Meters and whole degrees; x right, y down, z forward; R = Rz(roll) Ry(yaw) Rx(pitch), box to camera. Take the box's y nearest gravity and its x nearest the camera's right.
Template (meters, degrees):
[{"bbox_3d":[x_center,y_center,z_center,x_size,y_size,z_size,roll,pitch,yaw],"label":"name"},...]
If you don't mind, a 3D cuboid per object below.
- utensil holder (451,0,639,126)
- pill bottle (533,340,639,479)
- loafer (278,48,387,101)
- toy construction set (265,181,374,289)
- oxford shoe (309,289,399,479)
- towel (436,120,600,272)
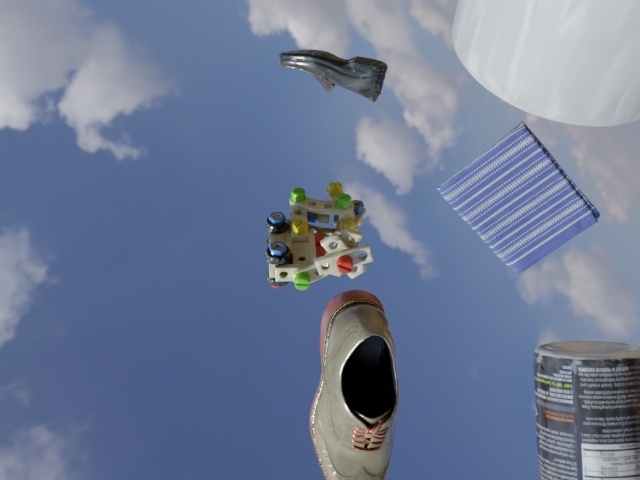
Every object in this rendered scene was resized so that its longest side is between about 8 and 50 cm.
[{"bbox_3d":[0.343,-0.370,0.810,0.328,0.385,0.327,3,-130,-4],"label":"utensil holder"},{"bbox_3d":[0.320,0.247,0.831,0.130,0.131,0.245,-1,-91,-58],"label":"pill bottle"},{"bbox_3d":[0.015,-0.255,1.089,0.170,0.061,0.062,14,-154,11],"label":"loafer"},{"bbox_3d":[0.000,0.000,1.387,0.215,0.151,0.327,-1,-157,-3],"label":"toy construction set"},{"bbox_3d":[0.050,0.252,0.999,0.123,0.348,0.130,-7,-160,-7],"label":"oxford shoe"},{"bbox_3d":[0.460,-0.088,1.630,0.336,0.243,0.040,42,-159,-25],"label":"towel"}]
